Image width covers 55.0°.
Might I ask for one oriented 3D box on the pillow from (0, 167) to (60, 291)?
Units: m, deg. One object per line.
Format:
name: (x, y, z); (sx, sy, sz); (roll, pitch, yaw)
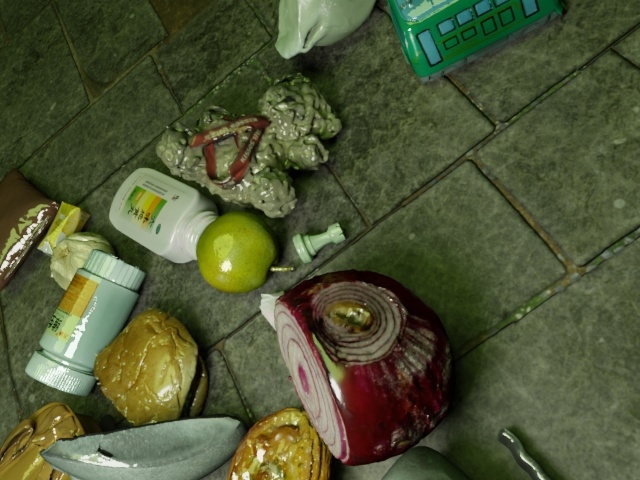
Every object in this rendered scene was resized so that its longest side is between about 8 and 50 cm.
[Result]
pillow: (-0.911, -0.035, 1.785); (0.306, 0.108, 0.307); (29, 85, 37)

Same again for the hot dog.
hot dog: (-0.064, 0.434, 1.091); (0.196, 0.122, 0.272); (-1, 69, 27)

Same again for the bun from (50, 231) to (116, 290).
bun: (-0.619, 0.052, 1.581); (0.188, 0.111, 0.164); (37, 90, 32)

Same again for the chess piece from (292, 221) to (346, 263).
chess piece: (0.000, 0.000, 1.293); (0.103, 0.067, 0.067); (-24, 58, 8)

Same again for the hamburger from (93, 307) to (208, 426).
hamburger: (-0.348, 0.270, 1.319); (0.211, 0.132, 0.309); (-51, 52, 3)

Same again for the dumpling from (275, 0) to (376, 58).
dumpling: (0.020, -0.580, 1.479); (0.321, 0.270, 0.211); (-26, 78, -11)

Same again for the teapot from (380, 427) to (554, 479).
teapot: (0.227, 0.452, 0.909); (0.285, 0.305, 0.223); (29, 120, 29)

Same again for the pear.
pear: (-0.157, 0.037, 1.317); (0.216, 0.166, 0.180); (27, 71, 4)

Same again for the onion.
onion: (0.083, 0.185, 1.034); (0.260, 0.281, 0.336); (-21, 43, -14)

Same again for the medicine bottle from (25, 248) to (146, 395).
medicine bottle: (-0.544, 0.188, 1.447); (0.158, 0.158, 0.318); (17, 77, 34)

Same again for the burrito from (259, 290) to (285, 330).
burrito: (-0.054, 0.178, 1.241); (0.064, 0.064, 0.203); (-46, 53, 3)

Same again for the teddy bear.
teddy bear: (-0.130, -0.245, 1.393); (0.358, 0.224, 0.367); (25, 79, 21)

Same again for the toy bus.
toy bus: (0.310, -0.501, 1.269); (0.344, 0.199, 0.183); (-25, 57, 15)

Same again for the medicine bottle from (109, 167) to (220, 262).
medicine bottle: (-0.359, -0.052, 1.480); (0.324, 0.124, 0.179); (26, 82, 34)

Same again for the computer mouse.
computer mouse: (-0.315, 0.403, 1.132); (0.374, 0.203, 0.114); (-5, 68, -15)

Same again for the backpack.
backpack: (-0.565, 0.535, 1.272); (0.354, 0.201, 0.378); (36, 90, 37)

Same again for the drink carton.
drink carton: (-0.709, 0.000, 1.675); (0.075, 0.084, 0.199); (21, 77, 12)
